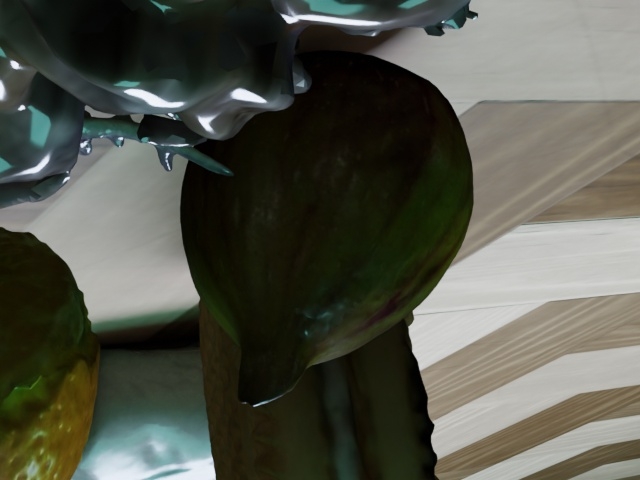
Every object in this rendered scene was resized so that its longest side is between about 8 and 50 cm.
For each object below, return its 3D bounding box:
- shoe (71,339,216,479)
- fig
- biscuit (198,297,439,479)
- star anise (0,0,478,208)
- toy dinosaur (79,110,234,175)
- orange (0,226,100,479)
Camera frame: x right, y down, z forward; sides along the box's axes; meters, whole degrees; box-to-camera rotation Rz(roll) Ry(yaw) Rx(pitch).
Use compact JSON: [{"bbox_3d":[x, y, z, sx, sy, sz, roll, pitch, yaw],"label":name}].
[{"bbox_3d":[-0.114,0.101,1.001,0.251,0.103,0.100,-25,123,-13],"label":"shoe"},{"bbox_3d":[0.000,0.000,0.631,0.109,0.155,0.103,-3,139,14],"label":"fig"},{"bbox_3d":[-0.005,0.095,0.785,0.079,0.259,0.259,-7,163,-9],"label":"biscuit"},{"bbox_3d":[-0.061,-0.082,0.358,0.331,0.117,0.332,-17,169,-3],"label":"star anise"},{"bbox_3d":[-0.135,-0.029,0.598,0.209,0.039,0.082,-2,173,-4],"label":"toy dinosaur"},{"bbox_3d":[-0.207,0.072,0.639,0.237,0.179,0.158,-4,119,-45],"label":"orange"}]
